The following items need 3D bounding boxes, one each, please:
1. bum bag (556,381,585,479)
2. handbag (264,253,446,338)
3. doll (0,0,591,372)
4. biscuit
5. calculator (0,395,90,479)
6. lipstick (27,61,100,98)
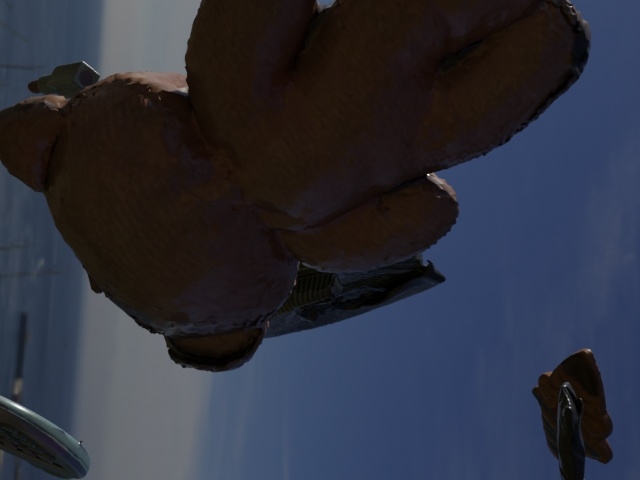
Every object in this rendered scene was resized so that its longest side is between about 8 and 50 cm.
[{"bbox_3d":[0.383,0.313,1.410,0.087,0.049,0.197,-51,134,-72],"label":"bum bag"},{"bbox_3d":[0.000,0.000,1.270,0.240,0.341,0.247,-11,-92,47],"label":"handbag"},{"bbox_3d":[-0.008,-0.069,0.523,0.201,0.303,0.156,56,8,-26],"label":"doll"},{"bbox_3d":[0.444,0.300,1.638,0.183,0.043,0.280,39,-34,38],"label":"biscuit"},{"bbox_3d":[-0.396,0.253,1.226,0.299,0.186,0.041,78,32,-60],"label":"calculator"},{"bbox_3d":[-0.314,-0.188,1.115,0.129,0.030,0.030,3,-116,44],"label":"lipstick"}]
